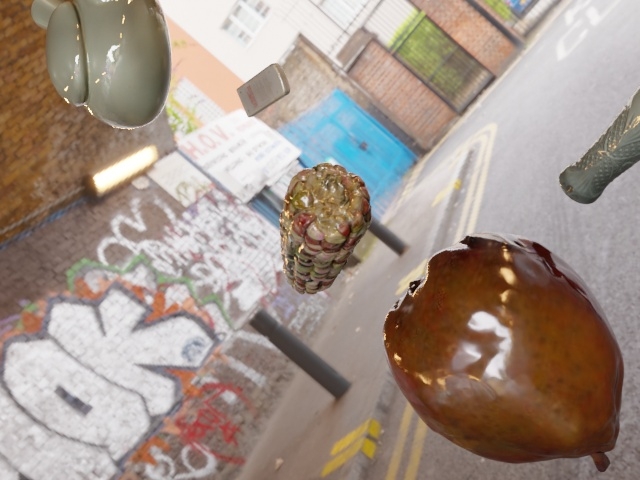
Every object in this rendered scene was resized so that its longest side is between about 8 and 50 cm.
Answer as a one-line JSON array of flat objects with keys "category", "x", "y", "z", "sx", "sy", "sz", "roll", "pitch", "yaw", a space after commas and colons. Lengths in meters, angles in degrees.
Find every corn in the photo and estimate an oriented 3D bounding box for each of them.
[{"category": "corn", "x": 0.000, "y": 0.000, "z": 0.751, "sx": 0.092, "sy": 0.092, "sz": 0.280, "roll": -50, "pitch": -9, "yaw": -17}]

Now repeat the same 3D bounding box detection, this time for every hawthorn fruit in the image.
[{"category": "hawthorn fruit", "x": 0.241, "y": 0.149, "z": 0.901, "sx": 0.308, "sy": 0.308, "sz": 0.324, "roll": -48, "pitch": 47, "yaw": 20}]

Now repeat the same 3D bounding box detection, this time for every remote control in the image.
[{"category": "remote control", "x": -0.147, "y": -0.387, "z": 1.730, "sx": 0.029, "sy": 0.087, "sz": 0.190, "roll": -26, "pitch": 4, "yaw": -38}]

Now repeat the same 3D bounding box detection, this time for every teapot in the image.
[{"category": "teapot", "x": -0.314, "y": -0.264, "z": 0.947, "sx": 0.149, "sy": 0.220, "sz": 0.318, "roll": -7, "pitch": 7, "yaw": -28}]

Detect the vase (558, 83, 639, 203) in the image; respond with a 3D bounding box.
[{"category": "vase", "x": 0.463, "y": -0.144, "z": 1.037, "sx": 0.096, "sy": 0.096, "sz": 0.219, "roll": -51, "pitch": -4, "yaw": -37}]
